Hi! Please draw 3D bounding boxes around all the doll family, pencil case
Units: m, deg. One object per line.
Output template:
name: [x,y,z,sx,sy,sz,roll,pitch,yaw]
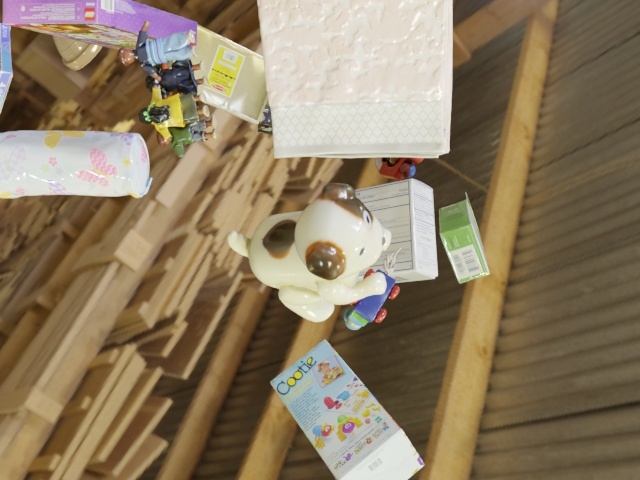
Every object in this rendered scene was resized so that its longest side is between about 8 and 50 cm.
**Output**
doll family: [-0.223,-0.218,1.024,0.112,0.192,0.076,-9,-178,8]
pencil case: [-0.441,-0.129,1.238,0.273,0.124,0.113,-1,-152,0]

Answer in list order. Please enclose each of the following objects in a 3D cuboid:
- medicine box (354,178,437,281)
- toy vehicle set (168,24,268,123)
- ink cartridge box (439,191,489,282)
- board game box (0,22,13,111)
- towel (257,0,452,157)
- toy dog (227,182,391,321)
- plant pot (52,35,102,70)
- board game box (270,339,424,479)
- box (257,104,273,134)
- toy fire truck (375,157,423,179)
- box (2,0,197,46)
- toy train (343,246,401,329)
medicine box: [0.206,-0.020,2.173,0.264,0.149,0.289,-9,-105,34]
toy vehicle set: [-0.248,-0.421,1.783,0.035,0.267,0.165,25,-86,60]
ink cartridge box: [0.279,-0.010,1.387,0.062,0.108,0.209,-19,-163,15]
board game box: [-0.965,-0.481,1.816,0.141,0.291,0.232,-53,-138,33]
towel: [0.060,-0.297,1.220,0.332,0.316,0.053,1,-161,12]
toy dog: [0.000,0.000,1.754,0.408,0.396,0.284,-26,-142,63]
plant pot: [-0.672,-0.602,1.958,0.237,0.110,0.237,-25,-129,34]
board game box: [0.046,0.346,1.342,0.144,0.142,0.275,-37,-139,-7]
box: [-0.165,-0.374,2.180,0.083,0.052,0.062,111,-11,-74]
toy fire truck: [0.287,-0.328,2.308,0.302,0.170,0.253,-55,-155,23]
box: [-0.386,-0.393,1.275,0.201,0.057,0.293,7,-171,22]
toy train: [0.156,0.140,2.011,0.248,0.105,0.143,-56,-179,-32]
